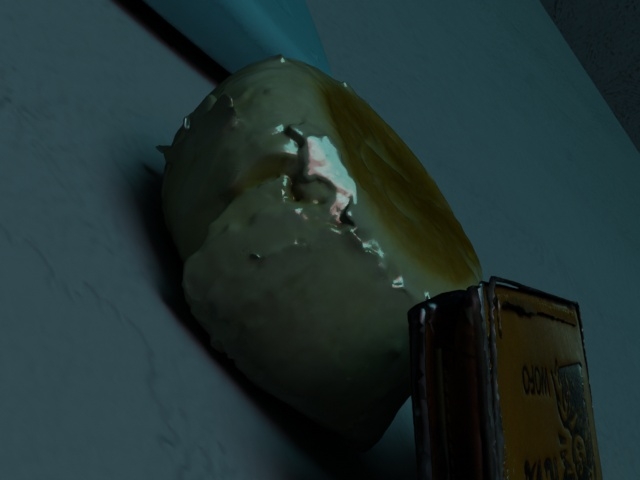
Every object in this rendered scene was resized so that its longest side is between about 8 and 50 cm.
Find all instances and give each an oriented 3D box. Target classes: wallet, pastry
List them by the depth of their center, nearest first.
[{"bbox_3d":[0.085,0.100,0.667,0.195,0.042,0.161,13,74,-67],"label":"wallet"},{"bbox_3d":[0.000,0.000,0.699,0.166,0.088,0.166,45,19,-20],"label":"pastry"}]

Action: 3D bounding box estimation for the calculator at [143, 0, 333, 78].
[{"bbox_3d":[-0.112,-0.212,0.905,0.386,0.054,0.256,44,17,-38],"label":"calculator"}]
